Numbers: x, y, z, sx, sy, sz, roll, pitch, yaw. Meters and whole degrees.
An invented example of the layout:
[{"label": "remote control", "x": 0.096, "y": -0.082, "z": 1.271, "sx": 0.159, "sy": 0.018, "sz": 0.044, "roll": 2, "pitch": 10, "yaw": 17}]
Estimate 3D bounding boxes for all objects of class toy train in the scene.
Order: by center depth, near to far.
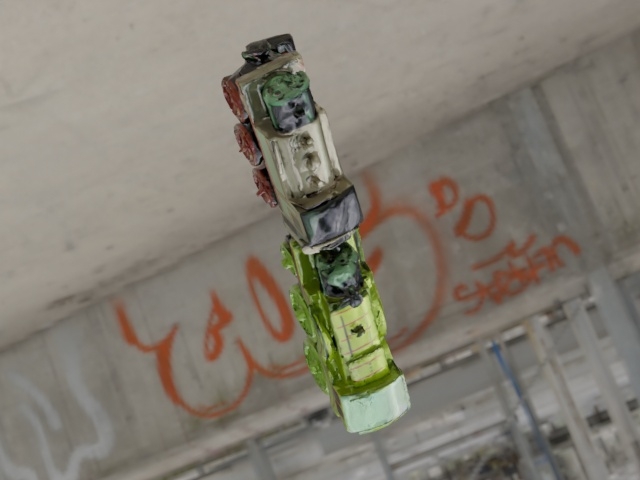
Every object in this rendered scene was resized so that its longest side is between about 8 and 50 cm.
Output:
[{"label": "toy train", "x": 0.000, "y": 0.000, "z": 0.698, "sx": 0.053, "sy": 0.085, "sz": 0.249, "roll": -24, "pitch": 126, "yaw": -13}]
